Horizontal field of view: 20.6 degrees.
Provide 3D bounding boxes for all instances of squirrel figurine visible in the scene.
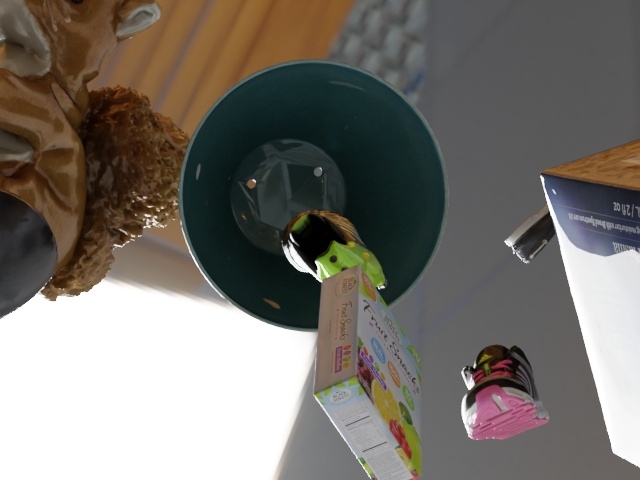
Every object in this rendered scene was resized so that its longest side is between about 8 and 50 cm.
[{"bbox_3d":[-0.322,-0.137,2.083,0.281,0.397,0.370,13,-107,38],"label":"squirrel figurine"}]

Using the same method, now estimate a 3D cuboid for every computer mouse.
[{"bbox_3d":[-0.331,0.046,1.509,0.272,0.188,0.072,-30,-157,39],"label":"computer mouse"}]

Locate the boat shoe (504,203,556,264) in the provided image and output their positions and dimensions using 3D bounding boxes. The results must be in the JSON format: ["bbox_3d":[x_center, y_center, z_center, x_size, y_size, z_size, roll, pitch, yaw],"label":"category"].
[{"bbox_3d":[0.246,-0.027,1.807,0.125,0.038,0.046,-41,177,0],"label":"boat shoe"}]

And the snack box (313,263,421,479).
[{"bbox_3d":[0.036,0.097,1.269,0.037,0.100,0.141,-23,-152,16],"label":"snack box"}]

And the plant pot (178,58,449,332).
[{"bbox_3d":[-0.022,-0.048,1.961,0.195,0.290,0.290,-177,-70,-80],"label":"plant pot"}]

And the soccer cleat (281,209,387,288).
[{"bbox_3d":[0.000,0.000,1.459,0.060,0.072,0.179,-46,-155,-1],"label":"soccer cleat"}]

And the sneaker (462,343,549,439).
[{"bbox_3d":[0.148,0.124,1.492,0.063,0.170,0.075,-26,-105,13],"label":"sneaker"}]

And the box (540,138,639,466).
[{"bbox_3d":[0.354,0.062,1.560,0.296,0.182,0.294,-158,-130,-76],"label":"box"}]
